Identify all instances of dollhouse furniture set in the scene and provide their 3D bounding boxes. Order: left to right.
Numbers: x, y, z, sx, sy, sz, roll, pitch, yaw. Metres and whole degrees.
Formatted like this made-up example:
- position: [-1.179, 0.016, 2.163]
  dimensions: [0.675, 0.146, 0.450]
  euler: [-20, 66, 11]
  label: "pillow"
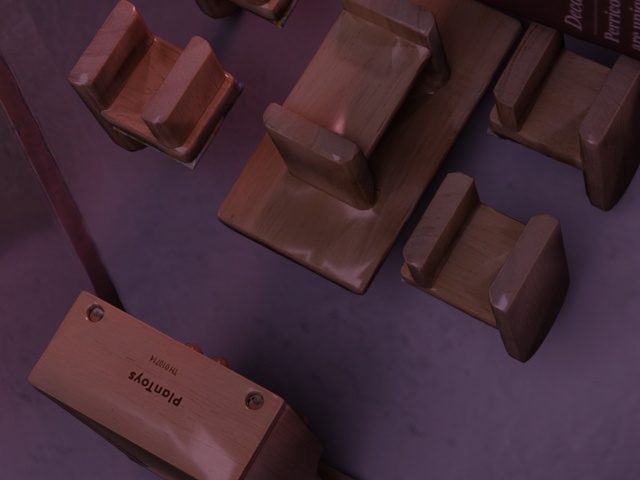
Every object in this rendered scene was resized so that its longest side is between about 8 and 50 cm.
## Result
- position: [0.000, 0.000, 0.787]
  dimensions: [0.212, 0.161, 0.242]
  euler: [27, 78, 19]
  label: "dollhouse furniture set"

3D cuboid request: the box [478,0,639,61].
- position: [0.224, -0.139, 0.633]
  dimensions: [0.381, 0.143, 0.191]
  euler: [25, 66, 19]
  label: "box"
